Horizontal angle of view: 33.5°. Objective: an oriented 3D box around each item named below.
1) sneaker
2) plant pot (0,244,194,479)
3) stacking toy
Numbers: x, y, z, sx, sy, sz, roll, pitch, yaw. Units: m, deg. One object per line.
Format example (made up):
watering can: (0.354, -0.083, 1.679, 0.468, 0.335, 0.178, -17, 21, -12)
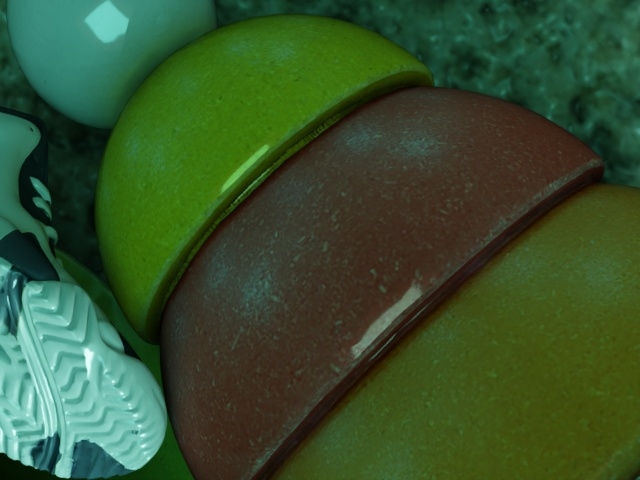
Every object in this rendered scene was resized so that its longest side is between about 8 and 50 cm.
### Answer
sneaker: (-0.152, 0.001, 0.529, 0.235, 0.153, 0.094, 35, 119, -1)
plant pot: (-0.245, 0.172, 0.589, 0.275, 0.275, 0.293, 45, 110, -3)
stacking toy: (0.000, 0.000, 0.577, 0.350, 0.350, 0.480, -44, 74, 4)
